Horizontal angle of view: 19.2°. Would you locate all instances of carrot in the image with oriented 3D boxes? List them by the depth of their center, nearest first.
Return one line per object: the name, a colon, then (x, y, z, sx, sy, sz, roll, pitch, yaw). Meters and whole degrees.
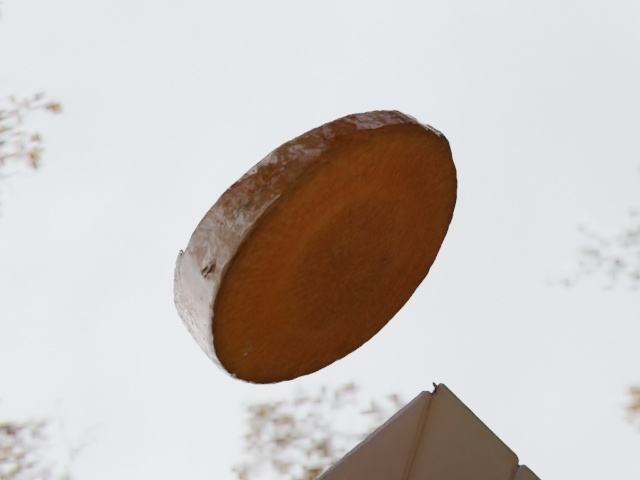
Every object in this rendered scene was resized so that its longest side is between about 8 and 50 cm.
carrot: (0.000, 0.000, 1.808, 0.307, 0.100, 0.258, -45, -36, -2)

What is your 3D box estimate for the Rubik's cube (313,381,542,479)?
Rubik's cube: (0.071, 0.282, 1.381, 0.221, 0.225, 0.231, -37, -113, -22)
